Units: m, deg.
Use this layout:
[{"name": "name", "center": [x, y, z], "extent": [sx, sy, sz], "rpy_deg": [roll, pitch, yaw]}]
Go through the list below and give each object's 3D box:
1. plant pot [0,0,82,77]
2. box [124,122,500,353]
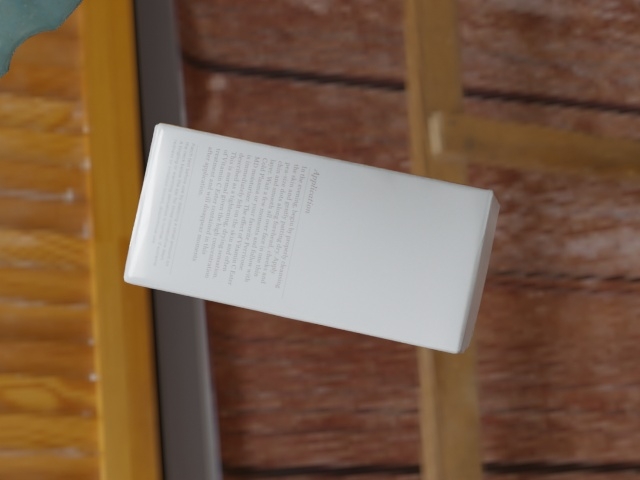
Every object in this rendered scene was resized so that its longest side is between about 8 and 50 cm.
[{"name": "plant pot", "center": [-0.322, -0.274, 1.069], "extent": [0.341, 0.341, 0.334], "rpy_deg": [-17, 131, 31]}, {"name": "box", "center": [0.000, 0.000, 1.699], "extent": [0.345, 0.168, 0.215], "rpy_deg": [12, 180, 8]}]
